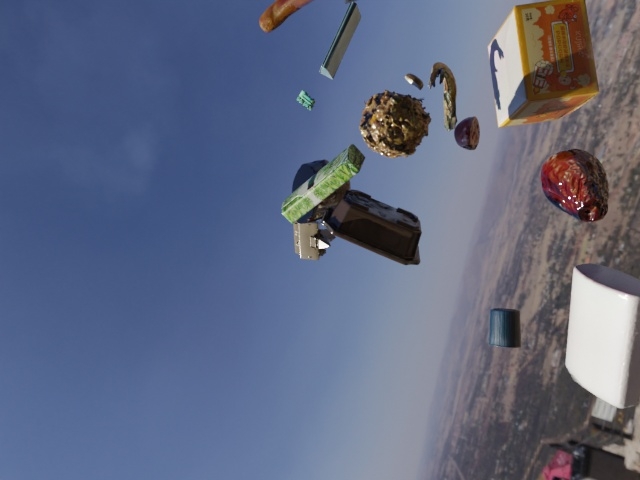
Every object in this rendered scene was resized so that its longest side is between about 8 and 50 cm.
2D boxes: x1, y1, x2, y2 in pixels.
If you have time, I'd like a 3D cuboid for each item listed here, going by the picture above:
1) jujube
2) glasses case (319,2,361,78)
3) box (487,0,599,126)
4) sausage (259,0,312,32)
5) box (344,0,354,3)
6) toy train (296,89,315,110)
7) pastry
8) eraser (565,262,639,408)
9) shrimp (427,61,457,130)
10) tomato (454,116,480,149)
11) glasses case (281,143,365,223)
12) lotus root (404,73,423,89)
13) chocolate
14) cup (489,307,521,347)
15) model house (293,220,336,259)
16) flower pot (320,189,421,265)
[{"bbox_3d":[0.703,-0.149,1.234,0.236,0.168,0.168,-86,-5,-47],"label":"jujube"},{"bbox_3d":[0.069,-0.773,1.731,0.266,0.056,0.105,-65,-16,4],"label":"glasses case"},{"bbox_3d":[0.663,-0.524,1.356,0.259,0.214,0.283,38,-135,-87],"label":"box"},{"bbox_3d":[-0.113,-0.891,1.689,0.076,0.302,0.102,42,-130,-34],"label":"sausage"},{"bbox_3d":[0.140,-0.925,1.301,0.204,0.251,0.345,18,-123,-84],"label":"box"},{"bbox_3d":[-0.048,-0.487,1.563,0.029,0.092,0.045,19,-68,-45],"label":"toy train"},{"bbox_3d":[0.269,-0.432,1.636,0.193,0.275,0.274,84,-156,-75],"label":"pastry"},{"bbox_3d":[0.629,0.204,0.992,0.174,0.095,0.270,-125,26,-69],"label":"eraser"},{"bbox_3d":[0.395,-0.462,1.424,0.152,0.046,0.219,0,-94,-50],"label":"shrimp"},{"bbox_3d":[0.632,-0.462,1.947,0.159,0.091,0.138,12,-94,-55],"label":"tomato"},{"bbox_3d":[0.002,-0.157,1.256,0.272,0.062,0.095,-36,17,33],"label":"glasses case"},{"bbox_3d":[0.355,-0.603,1.684,0.030,0.083,0.037,-47,-19,1],"label":"lotus root"},{"bbox_3d":[0.017,-0.211,1.965,0.340,0.210,0.225,123,135,-57],"label":"chocolate"},{"bbox_3d":[0.707,0.334,1.734,0.150,0.114,0.138,85,-172,-86],"label":"cup"},{"bbox_3d":[0.000,0.000,2.105,0.176,0.248,0.180,-9,-74,-28],"label":"model house"},{"bbox_3d":[0.136,-0.044,1.068,0.179,0.251,0.084,-66,-1,-66],"label":"flower pot"}]
